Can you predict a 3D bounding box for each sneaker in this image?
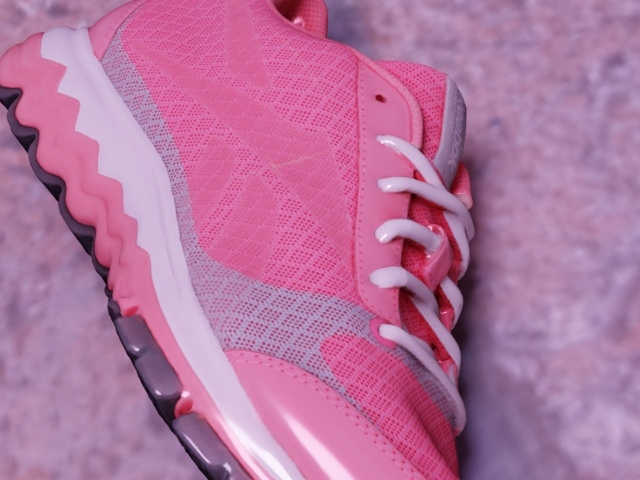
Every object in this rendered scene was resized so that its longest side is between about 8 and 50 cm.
[{"bbox_3d":[0.000,-0.001,0.564,0.136,0.116,0.314,-33,48,-2],"label":"sneaker"}]
